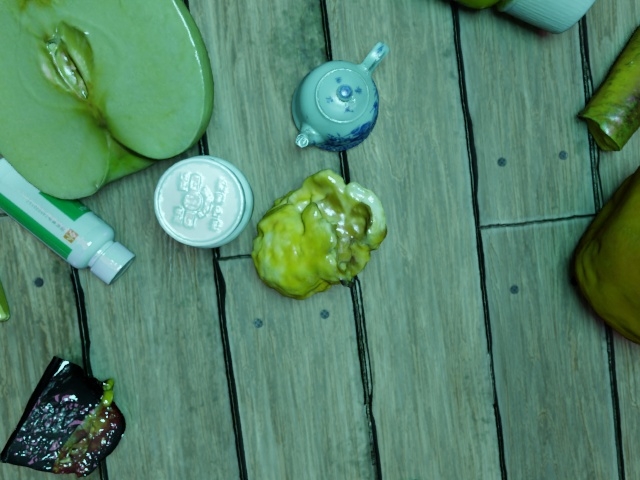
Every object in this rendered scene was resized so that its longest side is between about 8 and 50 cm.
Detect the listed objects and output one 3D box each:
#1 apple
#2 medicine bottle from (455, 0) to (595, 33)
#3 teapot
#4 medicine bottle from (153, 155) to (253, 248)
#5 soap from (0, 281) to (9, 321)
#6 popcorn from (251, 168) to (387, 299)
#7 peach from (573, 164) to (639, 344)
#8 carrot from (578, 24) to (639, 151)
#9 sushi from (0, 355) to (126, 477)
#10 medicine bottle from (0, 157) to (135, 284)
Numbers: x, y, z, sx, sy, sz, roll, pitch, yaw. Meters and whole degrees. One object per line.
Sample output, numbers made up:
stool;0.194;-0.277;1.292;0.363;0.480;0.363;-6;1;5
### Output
apple;-0.352;-0.266;0.770;0.320;0.312;0.360;-33;108;-27
medicine bottle;0.279;-0.512;0.863;0.385;0.224;0.224;22;90;-6
teapot;0.036;-0.243;0.889;0.159;0.159;0.232;40;88;-6
medicine bottle;-0.177;-0.061;0.818;0.144;0.258;0.143;0;93;-6
soap;-0.618;0.030;0.889;0.092;0.037;0.251;-15;94;-4
popcorn;0.001;-0.004;0.878;0.254;0.190;0.191;-17;79;34
peach;0.619;0.034;0.865;0.302;0.343;0.342;31;89;16
carrot;0.599;-0.310;0.963;0.114;0.114;0.301;36;91;-6
sushi;-0.414;0.306;0.870;0.151;0.153;0.172;31;66;-24
medicine bottle;-0.439;-0.031;0.876;0.260;0.095;0.095;42;88;-5
